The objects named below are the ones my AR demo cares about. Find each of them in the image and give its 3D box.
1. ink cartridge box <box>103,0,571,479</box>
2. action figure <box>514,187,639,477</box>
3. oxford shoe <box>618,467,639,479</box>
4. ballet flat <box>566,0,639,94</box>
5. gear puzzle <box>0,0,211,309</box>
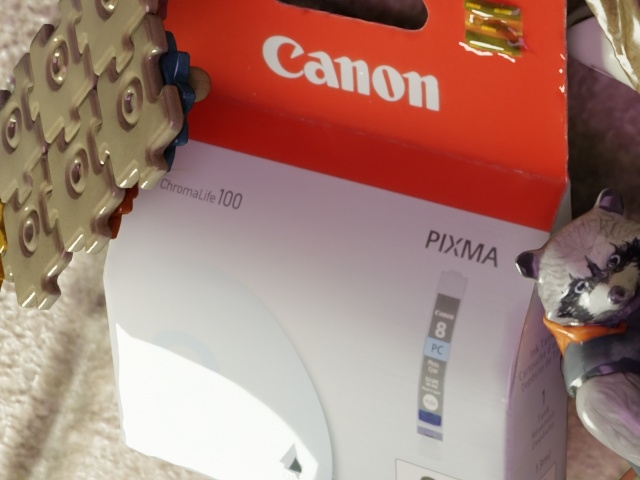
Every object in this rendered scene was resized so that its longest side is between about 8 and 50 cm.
[{"bbox_3d":[0.000,0.000,1.056,0.308,0.091,0.385,16,126,31],"label":"ink cartridge box"},{"bbox_3d":[0.206,0.132,0.921,0.178,0.341,0.330,-30,89,31],"label":"action figure"},{"bbox_3d":[0.242,0.321,1.185,0.146,0.140,0.397,0,117,-14],"label":"oxford shoe"},{"bbox_3d":[0.155,-0.171,0.941,0.342,0.116,0.124,52,143,-11],"label":"ballet flat"},{"bbox_3d":[-0.163,-0.050,1.112,0.339,0.044,0.175,-44,52,47],"label":"gear puzzle"}]
